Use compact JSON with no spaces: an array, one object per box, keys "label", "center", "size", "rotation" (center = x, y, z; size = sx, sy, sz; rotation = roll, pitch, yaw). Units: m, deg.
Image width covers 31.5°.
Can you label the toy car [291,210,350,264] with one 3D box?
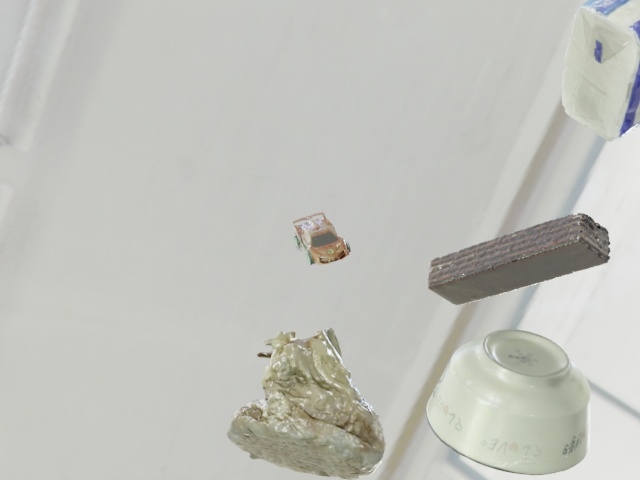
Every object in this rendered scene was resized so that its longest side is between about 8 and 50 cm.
[{"label":"toy car","center":[0.000,0.000,1.524],"size":[0.059,0.122,0.035],"rotation":[-17,-68,-10]}]

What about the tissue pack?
[{"label":"tissue pack","center":[0.453,-0.283,1.501],"size":[0.269,0.137,0.209],"rotation":[-34,-30,-18]}]

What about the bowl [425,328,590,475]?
[{"label":"bowl","center":[0.275,0.209,1.587],"size":[0.237,0.237,0.126],"rotation":[-18,-53,-43]}]

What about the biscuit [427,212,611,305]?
[{"label":"biscuit","center":[0.390,0.041,2.258],"size":[0.107,0.388,0.073],"rotation":[31,-127,-36]}]

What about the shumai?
[{"label":"shumai","center":[0.007,0.279,2.046],"size":[0.267,0.314,0.262],"rotation":[39,-118,-42]}]
